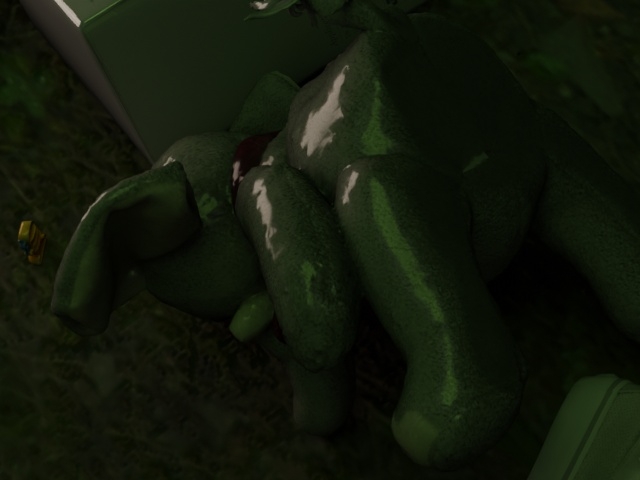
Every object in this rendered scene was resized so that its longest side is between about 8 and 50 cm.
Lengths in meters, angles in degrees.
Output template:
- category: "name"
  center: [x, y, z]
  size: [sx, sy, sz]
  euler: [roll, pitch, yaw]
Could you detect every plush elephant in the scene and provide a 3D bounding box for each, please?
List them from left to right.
- category: "plush elephant"
  center: [0.000, 0.000, 1.131]
  size: [0.330, 0.255, 0.272]
  euler: [53, 42, 2]

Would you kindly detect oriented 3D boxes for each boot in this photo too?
- category: "boot"
  center: [0.157, 0.191, 1.057]
  size: [0.123, 0.095, 0.258]
  euler: [14, 62, 27]

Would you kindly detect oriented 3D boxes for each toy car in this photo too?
- category: "toy car"
  center: [-0.227, 0.032, 1.270]
  size: [0.060, 0.040, 0.122]
  euler: [14, 64, 19]

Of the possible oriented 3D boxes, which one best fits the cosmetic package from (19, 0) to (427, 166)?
- category: "cosmetic package"
  center: [-0.083, -0.198, 1.296]
  size: [0.225, 0.138, 0.224]
  euler: [-32, 44, -9]
